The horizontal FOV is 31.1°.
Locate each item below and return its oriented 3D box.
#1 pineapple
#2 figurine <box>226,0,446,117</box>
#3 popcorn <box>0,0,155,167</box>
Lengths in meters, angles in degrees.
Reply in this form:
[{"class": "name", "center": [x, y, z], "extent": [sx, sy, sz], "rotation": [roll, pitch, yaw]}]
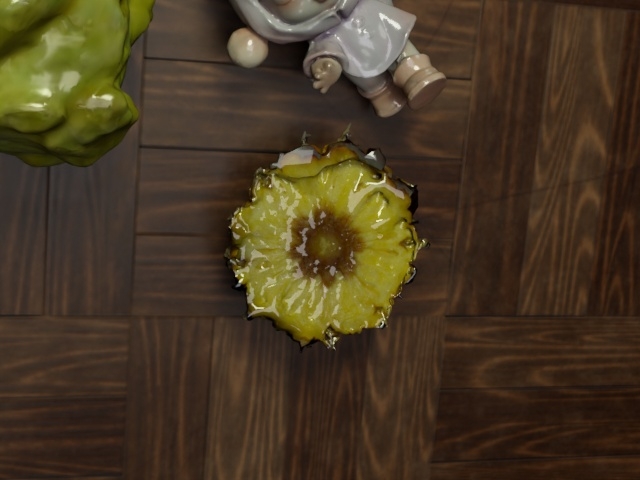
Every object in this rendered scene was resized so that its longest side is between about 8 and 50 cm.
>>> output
[{"class": "pineapple", "center": [0.000, 0.000, 1.120], "extent": [0.225, 0.076, 0.224], "rotation": [-4, 102, -19]}, {"class": "figurine", "center": [0.003, -0.223, 1.042], "extent": [0.200, 0.133, 0.276], "rotation": [-39, 114, 9]}, {"class": "popcorn", "center": [-0.252, -0.198, 0.932], "extent": [0.242, 0.235, 0.250], "rotation": [24, 81, -62]}]
